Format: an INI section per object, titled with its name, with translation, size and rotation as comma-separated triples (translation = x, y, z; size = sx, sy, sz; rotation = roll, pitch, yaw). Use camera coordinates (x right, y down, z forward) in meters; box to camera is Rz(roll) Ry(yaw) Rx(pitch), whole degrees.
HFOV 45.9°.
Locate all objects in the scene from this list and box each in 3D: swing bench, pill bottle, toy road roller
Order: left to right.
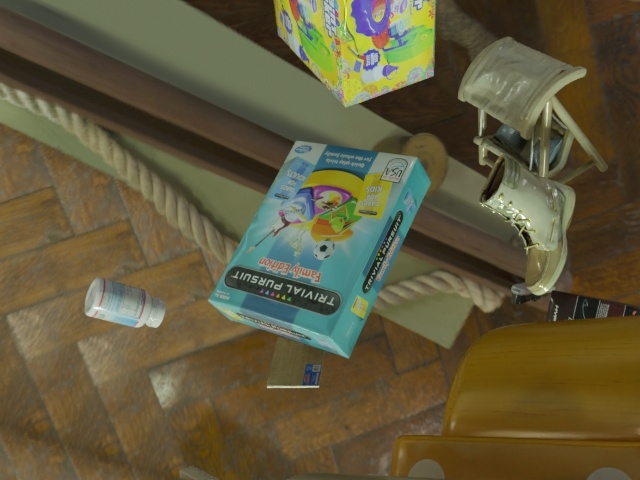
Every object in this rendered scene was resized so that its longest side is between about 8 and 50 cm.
[pill bottle]
translation = -0.427, 0.142, 1.662
size = 0.160, 0.087, 0.087
rotation = 20, 97, -29
[swing bench]
translation = 0.416, -0.247, 1.536
size = 0.165, 0.253, 0.254
rotation = -31, 124, -4
[toy road roller]
translation = 0.117, 0.136, 0.387
size = 0.329, 0.202, 0.240
rotation = 33, 57, -43

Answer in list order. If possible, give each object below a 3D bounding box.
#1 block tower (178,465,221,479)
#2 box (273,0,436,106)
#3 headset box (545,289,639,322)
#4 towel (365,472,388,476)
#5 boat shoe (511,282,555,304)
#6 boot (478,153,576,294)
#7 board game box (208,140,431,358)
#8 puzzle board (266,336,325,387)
[block tower]
translation = -0.233, 0.576, 1.323
size = 0.097, 0.091, 0.335
rotation = -8, 104, -49
[box]
translation = 0.047, -0.430, 1.240
size = 0.177, 0.279, 0.290
rotation = -22, 137, -16
[headset box]
translation = 0.566, 0.171, 1.284
size = 0.218, 0.293, 0.110
rotation = 12, 89, -36
[towel]
translation = 0.133, 0.461, 1.089
size = 0.049, 0.187, 0.282
rotation = -41, 65, 7
[boat shoe]
translation = 0.478, 0.119, 1.712
size = 0.142, 0.049, 0.040
rotation = -2, 107, -38
[boot]
translation = 0.346, -0.027, 1.300
size = 0.165, 0.077, 0.213
rotation = 24, 70, -19
[board game box]
translation = 0.000, 0.000, 1.259
size = 0.336, 0.254, 0.079
rotation = -63, 142, -20
[puzzle board]
translation = -0.042, 0.226, 1.401
size = 0.096, 0.128, 0.011
rotation = -1, 126, 9
